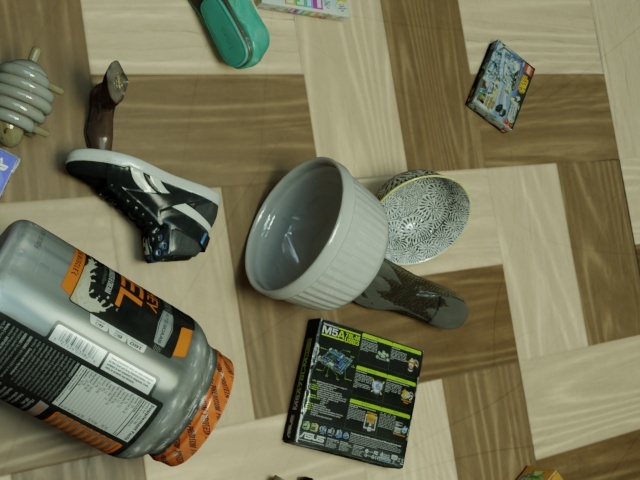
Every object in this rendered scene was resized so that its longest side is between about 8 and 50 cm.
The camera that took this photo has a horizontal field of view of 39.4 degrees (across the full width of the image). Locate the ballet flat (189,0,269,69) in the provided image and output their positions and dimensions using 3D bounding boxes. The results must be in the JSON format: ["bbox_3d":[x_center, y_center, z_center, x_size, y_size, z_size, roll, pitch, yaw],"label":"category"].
[{"bbox_3d":[-0.150,-0.364,1.288,0.247,0.083,0.087,62,36,-8],"label":"ballet flat"}]

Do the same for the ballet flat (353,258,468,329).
[{"bbox_3d":[0.118,0.071,1.380,0.250,0.058,0.084,21,107,-20],"label":"ballet flat"}]

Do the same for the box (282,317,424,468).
[{"bbox_3d":[0.052,0.227,1.320,0.190,0.045,0.184,19,71,-25],"label":"box"}]

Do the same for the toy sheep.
[{"bbox_3d":[-0.374,-0.179,1.117,0.091,0.091,0.132,18,79,-26],"label":"toy sheep"}]

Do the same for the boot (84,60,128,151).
[{"bbox_3d":[-0.273,-0.167,1.153,0.037,0.114,0.106,-3,84,-30],"label":"boot"}]

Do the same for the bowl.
[{"bbox_3d":[0.139,-0.051,1.377,0.170,0.080,0.170,-11,130,-14],"label":"bowl"}]

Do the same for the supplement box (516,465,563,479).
[{"bbox_3d":[0.402,0.481,1.460,0.080,0.078,0.233,-39,101,-26],"label":"supplement box"}]

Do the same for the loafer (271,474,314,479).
[{"bbox_3d":[-0.010,0.359,1.254,0.148,0.056,0.050,13,82,-28],"label":"loafer"}]

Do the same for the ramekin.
[{"bbox_3d":[0.000,0.000,1.238,0.109,0.207,0.207,30,68,-32],"label":"ramekin"}]

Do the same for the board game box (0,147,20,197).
[{"bbox_3d":[-0.523,-0.042,0.974,0.291,0.141,0.232,28,69,-23],"label":"board game box"}]

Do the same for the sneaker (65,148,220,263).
[{"bbox_3d":[-0.237,-0.035,1.173,0.217,0.079,0.121,18,72,-28],"label":"sneaker"}]

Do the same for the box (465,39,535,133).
[{"bbox_3d":[0.315,-0.269,1.559,0.094,0.027,0.137,33,68,-20],"label":"box"}]

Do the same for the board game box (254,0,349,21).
[{"bbox_3d":[-0.029,-0.401,1.383,0.154,0.026,0.103,1,82,-30],"label":"board game box"}]

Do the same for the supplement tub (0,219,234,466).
[{"bbox_3d":[-0.272,0.132,1.061,0.316,0.193,0.194,35,67,-22],"label":"supplement tub"}]
